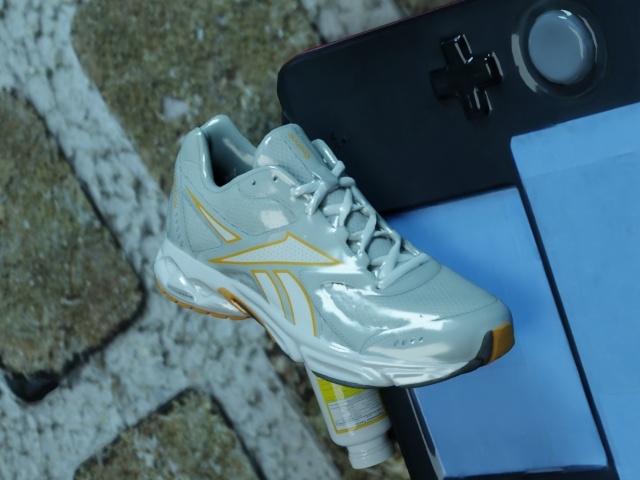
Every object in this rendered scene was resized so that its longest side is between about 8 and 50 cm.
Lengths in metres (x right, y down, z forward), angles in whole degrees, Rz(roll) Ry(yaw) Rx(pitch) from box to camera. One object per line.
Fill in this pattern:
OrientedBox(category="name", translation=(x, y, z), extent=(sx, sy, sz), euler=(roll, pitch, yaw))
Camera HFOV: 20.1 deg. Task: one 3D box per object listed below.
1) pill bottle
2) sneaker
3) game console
OrientedBox(category="pill bottle", translation=(0.021, 0.102, 1.159), extent=(0.043, 0.043, 0.083), euler=(-14, 99, 40))
OrientedBox(category="sneaker", translation=(0.000, 0.000, 1.055), extent=(0.262, 0.099, 0.121), euler=(19, 116, 37))
OrientedBox(category="game console", translation=(0.152, 0.043, 1.025), extent=(0.342, 0.060, 0.387), euler=(-13, 98, 40))
